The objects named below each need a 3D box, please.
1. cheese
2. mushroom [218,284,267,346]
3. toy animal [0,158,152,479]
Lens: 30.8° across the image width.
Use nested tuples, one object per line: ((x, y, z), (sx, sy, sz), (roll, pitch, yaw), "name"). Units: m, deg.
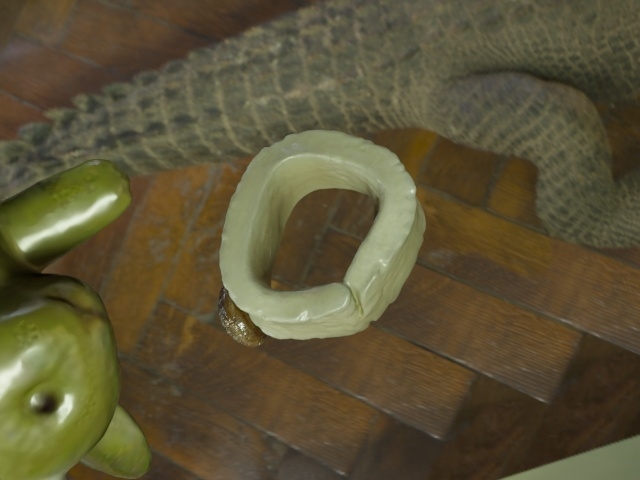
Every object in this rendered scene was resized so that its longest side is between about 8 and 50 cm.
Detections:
((0.002, 0.000, 1.849), (0.292, 0.153, 0.332), (18, 78, 19), "cheese")
((-0.129, 0.122, 1.979), (0.085, 0.109, 0.126), (-54, 24, 36), "mushroom")
((-0.180, 0.043, 0.634), (0.363, 0.181, 0.180), (47, 123, -2), "toy animal")
